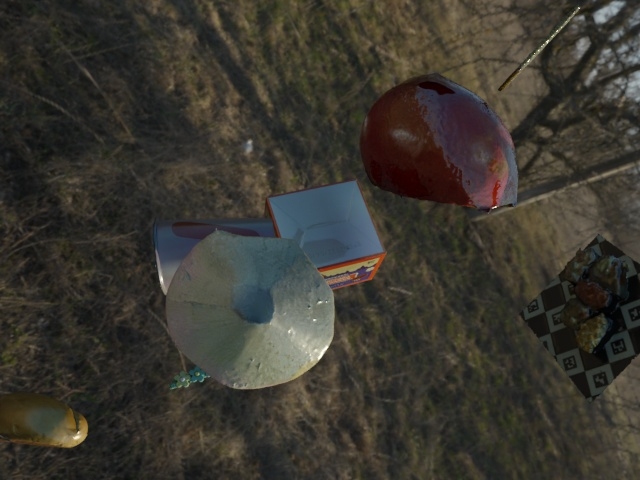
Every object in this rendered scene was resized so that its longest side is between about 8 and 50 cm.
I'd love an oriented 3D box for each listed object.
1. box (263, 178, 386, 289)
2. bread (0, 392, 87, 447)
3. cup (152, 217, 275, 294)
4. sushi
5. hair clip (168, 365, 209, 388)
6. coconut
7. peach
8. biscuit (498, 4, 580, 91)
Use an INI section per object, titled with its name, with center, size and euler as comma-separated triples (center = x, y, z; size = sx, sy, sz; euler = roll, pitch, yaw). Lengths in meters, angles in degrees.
[box]
center = 0.000, 0.000, 2.057
size = 0.256, 0.349, 0.318
euler = 109, -36, -64
[bread]
center = -0.434, 0.269, 0.864
size = 0.114, 0.190, 0.077
euler = 42, 51, -61
[cup]
center = -0.259, 0.023, 1.450
size = 0.203, 0.289, 0.202
euler = 173, -90, -82
[sushi]
center = 0.599, 0.153, 1.292
size = 0.059, 0.292, 0.294
euler = 26, 20, -31
[hair clip]
center = -0.322, 0.355, 1.540
size = 0.049, 0.173, 0.049
euler = 164, -90, -75
[coconut]
center = -0.129, 0.122, 1.056
size = 0.309, 0.298, 0.297
euler = 150, -78, -73
[peach]
center = 0.246, -0.168, 1.163
size = 0.338, 0.281, 0.281
euler = 52, 23, 12
[biscuit]
center = 0.486, -0.427, 1.300
size = 0.016, 0.203, 0.144
euler = 43, -6, 3
